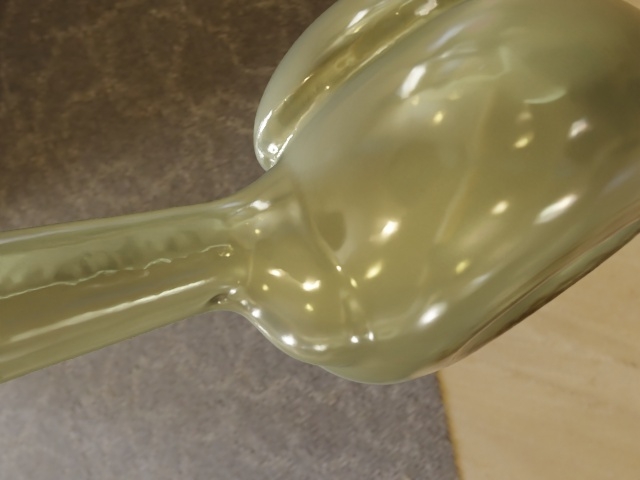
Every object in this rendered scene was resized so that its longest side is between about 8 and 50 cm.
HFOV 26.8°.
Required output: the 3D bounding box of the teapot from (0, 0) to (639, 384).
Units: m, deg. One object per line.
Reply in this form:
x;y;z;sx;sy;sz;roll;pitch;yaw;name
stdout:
0.016;-0.020;0.536;0.149;0.318;0.220;54;128;13;teapot
